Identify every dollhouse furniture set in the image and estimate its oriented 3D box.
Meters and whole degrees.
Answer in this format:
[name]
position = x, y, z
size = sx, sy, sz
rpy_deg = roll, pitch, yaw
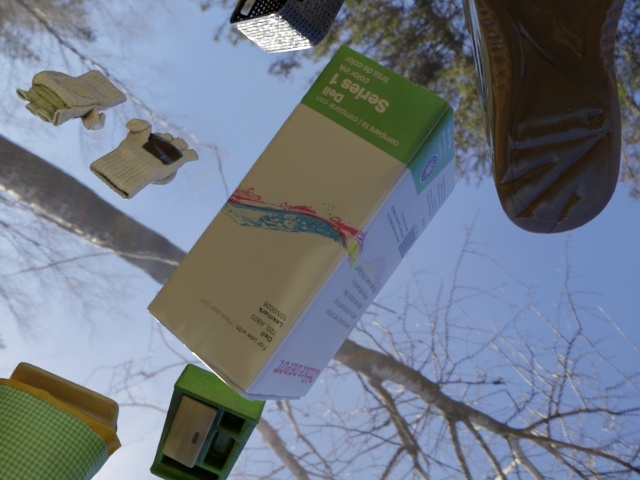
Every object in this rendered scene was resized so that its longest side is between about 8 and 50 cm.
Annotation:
[dollhouse furniture set]
position = -0.240, 0.216, 0.670
size = 0.197, 0.302, 0.151
rpy_deg = -68, -178, -58

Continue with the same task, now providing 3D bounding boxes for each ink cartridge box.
[ink cartridge box]
position = 0.000, 0.000, 0.601
size = 0.117, 0.201, 0.278
rpy_deg = 35, -95, 18

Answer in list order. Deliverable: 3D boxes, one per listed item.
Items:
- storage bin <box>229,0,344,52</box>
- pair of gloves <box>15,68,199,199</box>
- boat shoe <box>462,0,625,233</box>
[storage bin]
position = -0.050, -0.375, 1.029
size = 0.180, 0.084, 0.122
rpy_deg = 17, -102, 55
[pair of gloves]
position = -0.314, -0.175, 0.980
size = 0.042, 0.240, 0.204
rpy_deg = -48, 178, 27
[boat shoe]
position = 0.132, -0.147, 0.402
size = 0.105, 0.285, 0.089
rpy_deg = -4, -155, 1
